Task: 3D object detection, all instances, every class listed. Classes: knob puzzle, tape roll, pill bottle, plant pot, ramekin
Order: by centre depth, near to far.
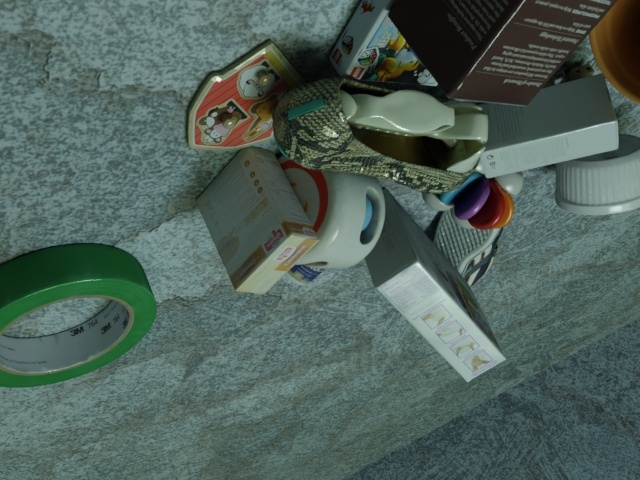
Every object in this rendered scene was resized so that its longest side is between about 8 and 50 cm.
[{"bbox_3d":[-0.110,-0.186,1.214,0.213,0.030,0.213,-21,152,-12],"label":"knob puzzle"},{"bbox_3d":[0.602,-0.356,1.318,0.203,0.291,0.291,-18,155,-51],"label":"plant pot"},{"bbox_3d":[-0.442,0.132,1.403,0.321,0.077,0.321,-20,151,-12],"label":"tape roll"},{"bbox_3d":[0.000,0.000,1.545,0.169,0.094,0.094,-42,149,24],"label":"pill bottle"},{"bbox_3d":[0.583,-0.142,1.709,0.207,0.207,0.109,-19,113,-15],"label":"ramekin"}]

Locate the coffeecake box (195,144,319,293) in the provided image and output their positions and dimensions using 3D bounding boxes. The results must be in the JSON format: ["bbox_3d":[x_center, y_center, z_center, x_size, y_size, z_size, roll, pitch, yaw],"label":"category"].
[{"bbox_3d":[-0.103,-0.032,1.307,0.068,0.185,0.142,10,134,-48],"label":"coffeecake box"}]

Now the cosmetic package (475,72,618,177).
[{"bbox_3d":[0.391,-0.198,1.452,0.231,0.117,0.085,-11,145,16],"label":"cosmetic package"}]

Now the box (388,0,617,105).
[{"bbox_3d":[0.230,-0.303,1.052,0.167,0.168,0.203,-4,143,-39],"label":"box"}]

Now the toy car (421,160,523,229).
[{"bbox_3d":[0.291,-0.086,1.577,0.182,0.136,0.159,30,124,-23],"label":"toy car"}]

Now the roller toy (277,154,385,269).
[{"bbox_3d":[0.001,-0.047,1.366,0.209,0.191,0.146,-44,148,27],"label":"roller toy"}]

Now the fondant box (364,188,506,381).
[{"bbox_3d":[0.204,0.087,1.591,0.096,0.238,0.330,-36,124,14],"label":"fondant box"}]

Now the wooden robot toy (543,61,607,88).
[{"bbox_3d":[0.464,-0.276,1.523,0.173,0.076,0.079,-16,160,-19],"label":"wooden robot toy"}]

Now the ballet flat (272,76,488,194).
[{"bbox_3d":[0.147,-0.165,1.288,0.483,0.164,0.182,2,166,-45],"label":"ballet flat"}]

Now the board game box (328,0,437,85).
[{"bbox_3d":[0.162,-0.348,1.156,0.193,0.053,0.305,-4,144,-37],"label":"board game box"}]

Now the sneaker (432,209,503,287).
[{"bbox_3d":[0.318,-0.002,1.788,0.127,0.126,0.321,-19,146,-43],"label":"sneaker"}]
